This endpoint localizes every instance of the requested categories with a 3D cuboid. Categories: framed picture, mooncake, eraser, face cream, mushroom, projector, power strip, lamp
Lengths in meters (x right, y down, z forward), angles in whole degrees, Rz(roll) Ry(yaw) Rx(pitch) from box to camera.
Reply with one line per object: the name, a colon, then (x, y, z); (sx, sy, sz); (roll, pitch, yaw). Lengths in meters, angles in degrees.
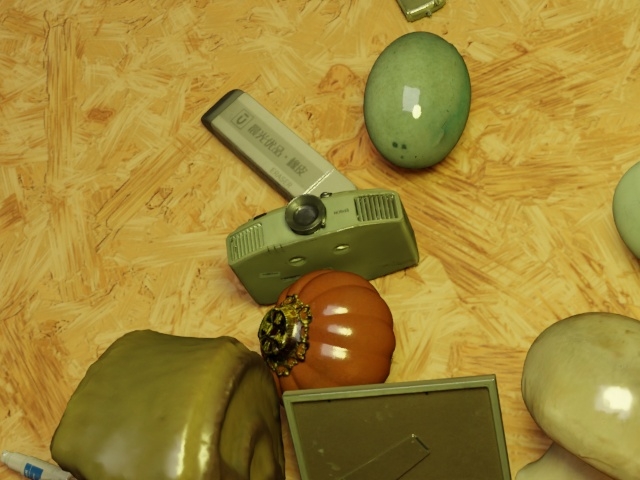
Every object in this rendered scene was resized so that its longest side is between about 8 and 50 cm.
framed picture: (0.108, 0.289, 1.616); (0.289, 0.211, 0.020); (-7, 20, 13)
mooncake: (-0.187, 0.315, 1.557); (0.246, 0.394, 0.393); (6, 92, 14)
eraser: (-0.074, -0.144, 1.963); (0.089, 0.061, 0.352); (-44, 61, -8)
face cream: (-0.434, 0.351, 1.824); (0.130, 0.034, 0.034); (16, 69, 23)
mushroom: (0.377, 0.249, 1.515); (0.297, 0.297, 0.290); (32, 103, 28)
projector: (0.000, 0.000, 1.787); (0.269, 0.193, 0.088); (-15, 59, 8)
power strip: (0.160, -0.444, 2.071); (0.076, 0.028, 0.169); (-25, 57, 3)
lamp: (0.008, 0.150, 1.704); (0.223, 0.196, 0.223); (-28, 54, 47)

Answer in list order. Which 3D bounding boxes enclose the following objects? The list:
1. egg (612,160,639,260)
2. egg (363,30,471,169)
egg: (0.535, -0.026, 1.648); (0.264, 0.183, 0.183); (23, 71, 18)
egg: (0.152, -0.222, 1.873); (0.169, 0.169, 0.236); (2, 65, 18)
